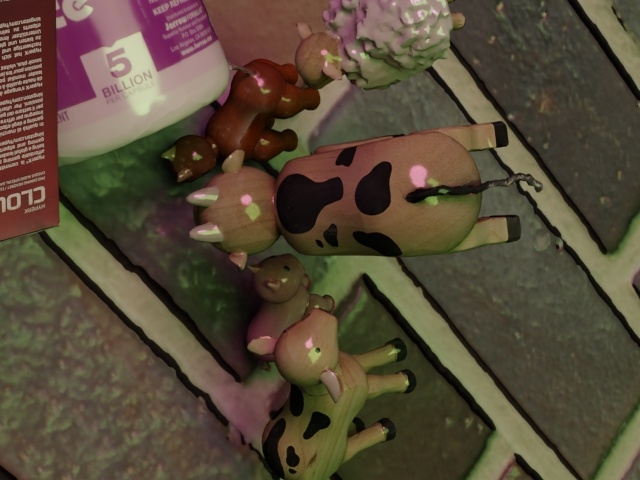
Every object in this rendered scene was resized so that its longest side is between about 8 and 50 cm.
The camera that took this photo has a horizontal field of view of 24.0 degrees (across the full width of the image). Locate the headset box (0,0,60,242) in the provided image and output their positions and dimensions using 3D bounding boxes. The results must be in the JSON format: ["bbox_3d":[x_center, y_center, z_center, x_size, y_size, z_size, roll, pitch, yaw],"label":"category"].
[{"bbox_3d":[-0.263,-0.136,0.931,0.110,0.218,0.293,-18,122,-38],"label":"headset box"}]

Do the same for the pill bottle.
[{"bbox_3d":[-0.191,-0.215,1.053,0.169,0.169,0.302,-31,106,-30],"label":"pill bottle"}]

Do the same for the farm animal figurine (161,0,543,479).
[{"bbox_3d":[0.000,0.000,1.100,0.172,0.326,0.330,-11,78,-46],"label":"farm animal figurine"}]
